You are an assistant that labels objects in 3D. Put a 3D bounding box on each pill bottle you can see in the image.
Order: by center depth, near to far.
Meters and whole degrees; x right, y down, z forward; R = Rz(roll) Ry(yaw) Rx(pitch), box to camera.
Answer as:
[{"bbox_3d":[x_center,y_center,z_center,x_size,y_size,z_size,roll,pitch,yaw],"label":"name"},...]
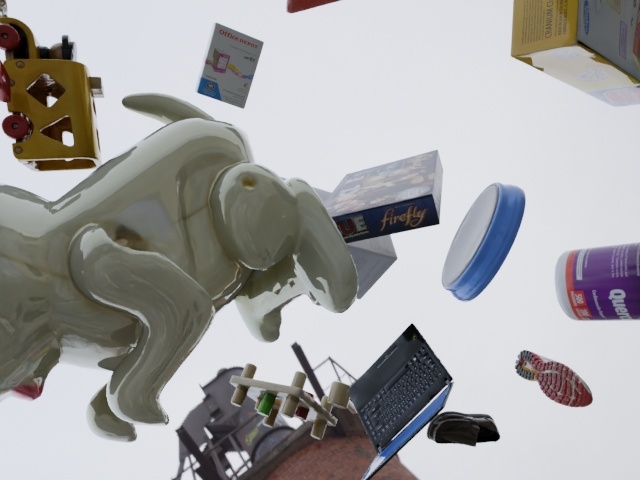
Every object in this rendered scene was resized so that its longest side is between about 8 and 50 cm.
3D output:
[{"bbox_3d":[0.736,0.095,1.084,0.181,0.322,0.182,9,-104,-41],"label":"pill bottle"}]

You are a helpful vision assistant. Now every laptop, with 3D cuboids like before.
[{"bbox_3d":[0.136,0.317,0.940,0.136,0.264,0.234,30,-72,-35],"label":"laptop"}]

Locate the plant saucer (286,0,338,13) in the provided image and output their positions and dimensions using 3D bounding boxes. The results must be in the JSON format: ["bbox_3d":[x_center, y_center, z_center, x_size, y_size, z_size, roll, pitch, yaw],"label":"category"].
[{"bbox_3d":[0.059,-0.528,0.788,0.047,0.258,0.259,41,-131,-61],"label":"plant saucer"}]

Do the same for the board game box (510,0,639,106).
[{"bbox_3d":[0.328,-0.301,0.537,0.316,0.064,0.243,-1,-85,-42],"label":"board game box"}]

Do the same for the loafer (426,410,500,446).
[{"bbox_3d":[0.394,0.514,1.269,0.219,0.078,0.080,1,-79,-17],"label":"loafer"}]

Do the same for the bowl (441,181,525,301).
[{"bbox_3d":[0.491,0.000,1.452,0.077,0.391,0.391,25,-92,2],"label":"bowl"}]

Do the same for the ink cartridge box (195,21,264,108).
[{"bbox_3d":[-0.162,-0.308,0.827,0.088,0.052,0.123,14,-75,-22],"label":"ink cartridge box"}]

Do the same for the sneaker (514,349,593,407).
[{"bbox_3d":[0.568,0.326,1.117,0.092,0.225,0.088,17,-84,-11],"label":"sneaker"}]

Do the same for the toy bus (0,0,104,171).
[{"bbox_3d":[-0.321,-0.181,0.570,0.104,0.191,0.202,-6,-43,-20],"label":"toy bus"}]

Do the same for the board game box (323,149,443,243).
[{"bbox_3d":[0.094,-0.068,0.693,0.165,0.243,0.042,-13,-71,20],"label":"board game box"}]

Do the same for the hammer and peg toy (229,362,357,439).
[{"bbox_3d":[-0.060,0.481,1.361,0.266,0.361,0.127,55,-135,-43],"label":"hammer and peg toy"}]

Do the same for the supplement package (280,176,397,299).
[{"bbox_3d":[0.000,0.000,1.108,0.292,0.175,0.177,14,-47,-26],"label":"supplement package"}]

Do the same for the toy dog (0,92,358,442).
[{"bbox_3d":[-0.222,0.013,0.490,0.407,0.284,0.396,-18,-91,-36],"label":"toy dog"}]
